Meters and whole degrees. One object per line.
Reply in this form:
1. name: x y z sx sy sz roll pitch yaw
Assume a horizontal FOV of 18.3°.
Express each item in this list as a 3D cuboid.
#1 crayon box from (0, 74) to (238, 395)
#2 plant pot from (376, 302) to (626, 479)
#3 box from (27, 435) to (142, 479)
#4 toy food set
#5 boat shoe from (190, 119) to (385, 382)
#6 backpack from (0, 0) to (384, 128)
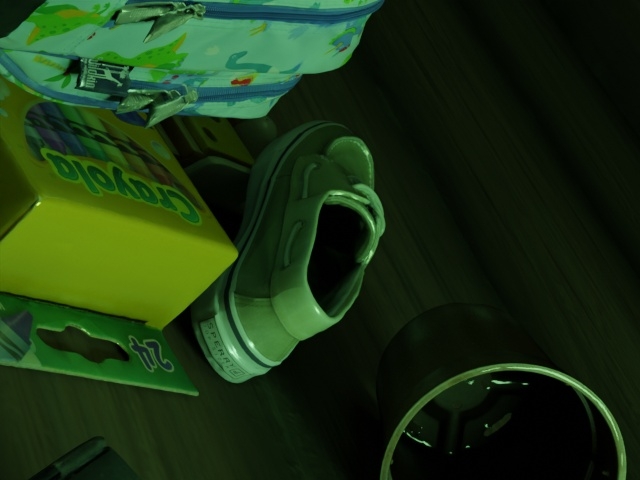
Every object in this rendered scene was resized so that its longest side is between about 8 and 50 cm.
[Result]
1. crayon box: -0.182 -0.061 1.226 0.203 0.083 0.323 17 34 -57
2. plant pot: 0.112 0.130 1.385 0.167 0.167 0.165 41 11 -18
3. box: -0.038 0.282 0.779 0.395 0.097 0.318 47 14 4
4. toy food set: -0.095 -0.136 1.579 0.219 0.092 0.306 21 30 -55
5. boat shoe: 0.000 0.000 1.396 0.109 0.094 0.302 61 26 -21
6. backpack: -0.108 -0.208 1.195 0.355 0.273 0.290 -11 48 -33
